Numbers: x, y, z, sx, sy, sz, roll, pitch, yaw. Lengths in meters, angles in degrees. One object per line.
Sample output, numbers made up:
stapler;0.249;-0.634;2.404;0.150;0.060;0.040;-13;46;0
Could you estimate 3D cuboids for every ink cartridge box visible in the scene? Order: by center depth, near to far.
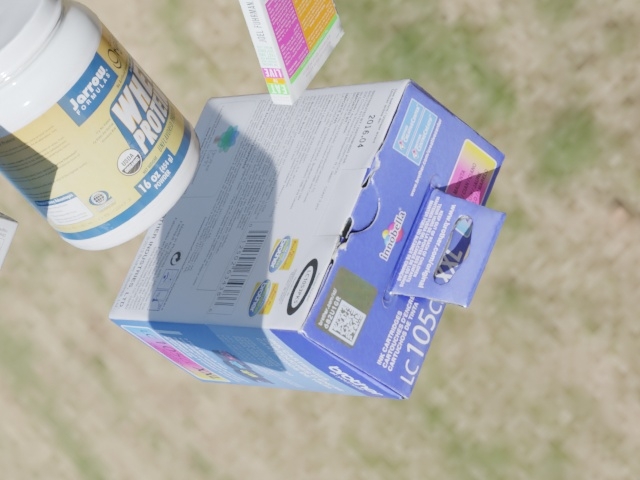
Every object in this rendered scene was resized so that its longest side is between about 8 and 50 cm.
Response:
ink cartridge box;0.000;0.000;1.889;0.151;0.270;0.395;34;160;-31

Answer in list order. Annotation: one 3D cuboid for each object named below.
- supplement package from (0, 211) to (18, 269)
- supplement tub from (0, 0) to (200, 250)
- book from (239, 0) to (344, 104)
supplement package;-0.398;-0.009;1.467;0.262;0.145;0.204;24;-176;41
supplement tub;-0.208;-0.103;1.600;0.200;0.144;0.144;49;166;-33
book;-0.029;-0.191;1.551;0.035;0.096;0.144;6;136;25
